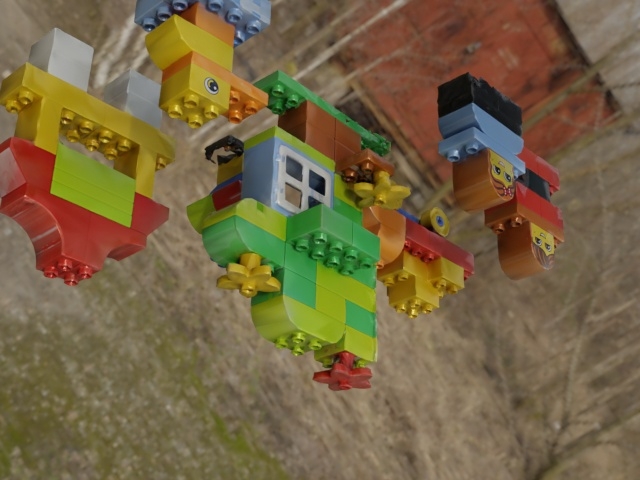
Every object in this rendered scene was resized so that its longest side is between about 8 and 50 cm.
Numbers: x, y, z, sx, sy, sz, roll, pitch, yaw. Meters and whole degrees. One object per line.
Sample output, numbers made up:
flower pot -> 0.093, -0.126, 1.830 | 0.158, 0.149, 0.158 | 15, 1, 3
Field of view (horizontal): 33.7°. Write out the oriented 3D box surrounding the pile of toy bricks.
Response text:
pile of toy bricks -> 0.000, 0.000, 0.371 | 0.212, 0.118, 0.105 | 26, 54, -39
